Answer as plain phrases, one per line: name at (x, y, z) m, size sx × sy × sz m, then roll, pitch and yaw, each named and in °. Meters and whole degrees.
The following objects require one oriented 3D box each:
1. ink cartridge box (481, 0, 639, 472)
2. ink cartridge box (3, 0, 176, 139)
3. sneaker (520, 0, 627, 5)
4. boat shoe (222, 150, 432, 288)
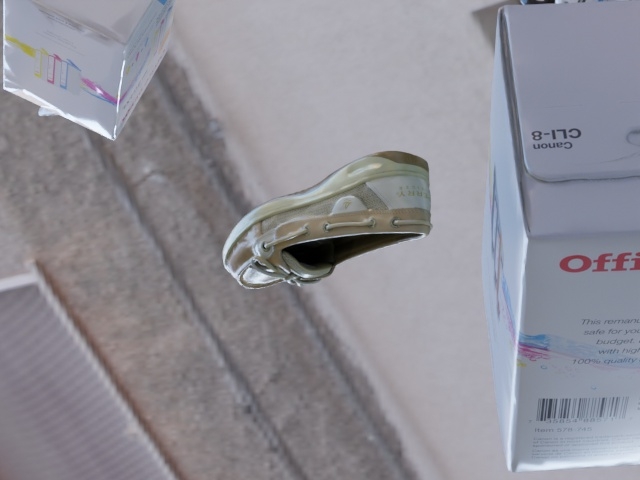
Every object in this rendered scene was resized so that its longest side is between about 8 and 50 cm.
ink cartridge box at (0.139, 0.000, 0.662) m, size 0.176 × 0.128 × 0.127 m, roll 86°, pitch -178°, yaw -53°
ink cartridge box at (-0.156, -0.145, 1.052) m, size 0.090 × 0.143 × 0.092 m, roll 26°, pitch -117°, yaw 2°
sneaker at (0.139, -0.145, 0.720) m, size 0.086 × 0.237 × 0.085 m, roll -3°, pitch -139°, yaw -5°
boat shoe at (0.002, 0.000, 0.860) m, size 0.056 × 0.153 × 0.048 m, roll 17°, pitch -123°, yaw -44°
